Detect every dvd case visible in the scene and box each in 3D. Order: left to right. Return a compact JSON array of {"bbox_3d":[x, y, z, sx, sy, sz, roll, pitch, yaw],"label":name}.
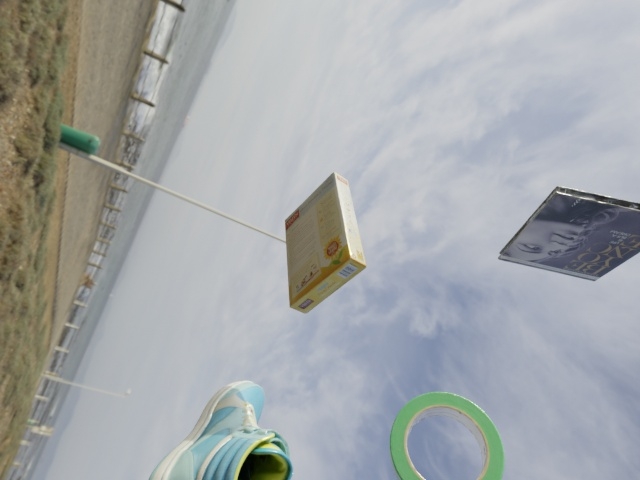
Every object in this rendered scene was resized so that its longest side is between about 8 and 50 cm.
[{"bbox_3d":[0.387,0.000,0.679,0.221,0.164,0.018,89,16,-65],"label":"dvd case"}]

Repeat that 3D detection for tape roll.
[{"bbox_3d":[0.363,0.612,1.319,0.077,0.320,0.322,82,9,-48],"label":"tape roll"}]

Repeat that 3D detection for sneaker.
[{"bbox_3d":[-0.117,0.341,0.766,0.208,0.127,0.319,-16,-167,21],"label":"sneaker"}]

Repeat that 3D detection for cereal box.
[{"bbox_3d":[0.000,0.000,0.894,0.173,0.047,0.240,-41,-143,32],"label":"cereal box"}]
